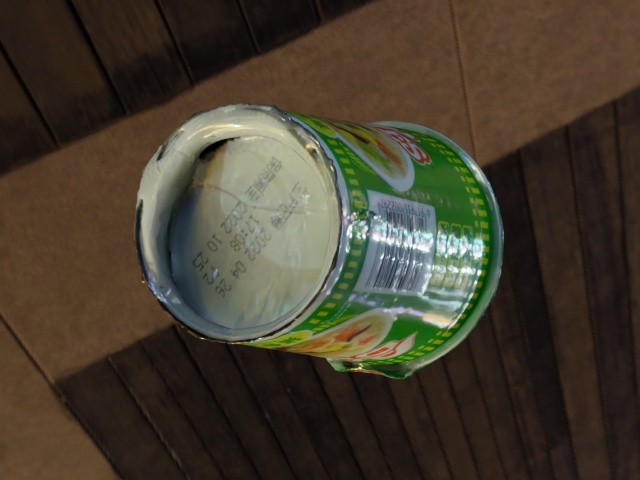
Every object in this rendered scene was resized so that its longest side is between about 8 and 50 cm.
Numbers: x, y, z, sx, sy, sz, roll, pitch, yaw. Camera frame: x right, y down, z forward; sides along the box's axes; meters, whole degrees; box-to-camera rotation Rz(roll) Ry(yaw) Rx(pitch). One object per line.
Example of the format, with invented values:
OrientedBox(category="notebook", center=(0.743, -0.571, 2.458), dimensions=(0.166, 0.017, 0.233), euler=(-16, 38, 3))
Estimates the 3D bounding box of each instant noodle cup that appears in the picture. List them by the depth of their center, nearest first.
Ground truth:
OrientedBox(category="instant noodle cup", center=(0.000, 0.000, 0.656), dimensions=(0.207, 0.207, 0.232), euler=(-49, 159, 14))
